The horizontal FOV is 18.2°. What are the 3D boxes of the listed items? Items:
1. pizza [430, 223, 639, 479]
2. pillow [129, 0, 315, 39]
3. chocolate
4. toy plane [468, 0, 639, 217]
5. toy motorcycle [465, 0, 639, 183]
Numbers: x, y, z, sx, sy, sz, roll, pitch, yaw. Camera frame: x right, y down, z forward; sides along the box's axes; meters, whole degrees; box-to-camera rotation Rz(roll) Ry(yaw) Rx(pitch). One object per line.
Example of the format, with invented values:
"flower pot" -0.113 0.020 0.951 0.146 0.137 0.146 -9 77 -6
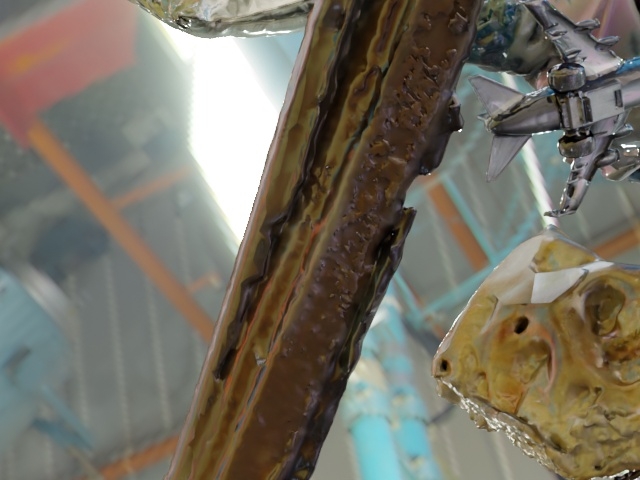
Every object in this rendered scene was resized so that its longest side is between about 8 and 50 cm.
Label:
"pizza" 0.201 0.073 1.298 0.189 0.071 0.297 -42 -143 -21
"pillow" -0.080 -0.173 1.213 0.128 0.051 0.229 -8 -152 -33
"chocolate" -0.005 0.000 0.811 0.102 0.065 0.329 -112 -141 -67
"toy plane" 0.091 -0.048 0.677 0.083 0.079 0.031 -15 -159 -12
"toy motorcycle" 0.169 -0.113 1.244 0.204 0.239 0.108 6 -135 -2
